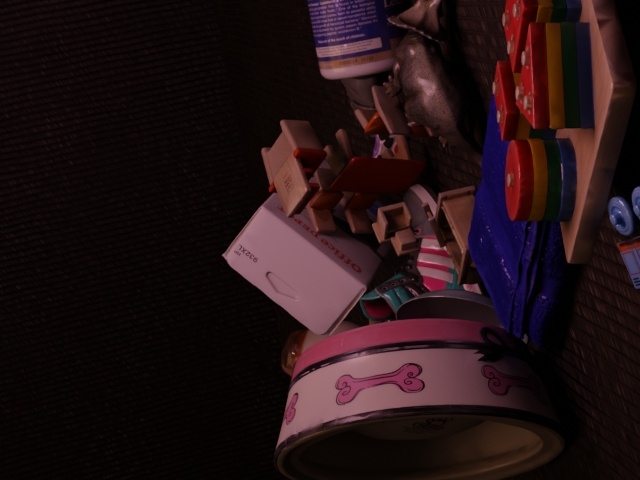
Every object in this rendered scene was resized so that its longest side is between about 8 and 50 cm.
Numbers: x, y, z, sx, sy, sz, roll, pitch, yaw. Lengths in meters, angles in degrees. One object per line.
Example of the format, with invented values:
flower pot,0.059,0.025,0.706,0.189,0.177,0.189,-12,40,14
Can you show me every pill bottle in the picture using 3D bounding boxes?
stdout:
pill bottle,0.052,-0.397,1.902,0.153,0.153,0.264,-145,42,-72

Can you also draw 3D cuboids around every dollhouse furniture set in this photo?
dollhouse furniture set,0.048,-0.104,1.877,0.262,0.259,0.135,-52,49,42
dollhouse furniture set,0.179,0.034,1.771,0.101,0.161,0.182,92,161,-53

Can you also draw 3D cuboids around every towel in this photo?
towel,0.254,-0.029,1.561,0.308,0.076,0.227,91,160,-51

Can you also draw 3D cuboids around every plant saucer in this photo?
plant saucer,0.208,0.112,1.751,0.195,0.195,0.037,101,-175,-63

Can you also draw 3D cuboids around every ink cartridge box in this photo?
ink cartridge box,0.000,0.000,2.079,0.129,0.223,0.307,-52,0,27

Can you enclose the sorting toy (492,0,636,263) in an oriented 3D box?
sorting toy,0.242,-0.151,1.271,0.257,0.089,0.255,91,179,-49

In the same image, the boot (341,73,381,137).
boot,0.058,-0.292,2.189,0.246,0.083,0.161,-118,12,-54

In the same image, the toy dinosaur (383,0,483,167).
toy dinosaur,0.156,-0.213,1.711,0.160,0.121,0.313,67,-169,-79

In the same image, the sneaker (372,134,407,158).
sneaker,0.122,-0.168,2.099,0.071,0.068,0.170,-94,9,-49

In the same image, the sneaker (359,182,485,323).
sneaker,0.141,0.054,1.911,0.124,0.178,0.295,78,172,-58

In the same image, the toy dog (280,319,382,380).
toy dog,0.049,0.306,2.420,0.408,0.284,0.395,-128,27,-68

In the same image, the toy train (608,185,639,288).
toy train,0.347,-0.012,1.157,0.105,0.080,0.184,67,167,3

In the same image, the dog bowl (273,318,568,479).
dog bowl,0.134,0.237,1.705,0.408,0.408,0.150,101,168,-64
